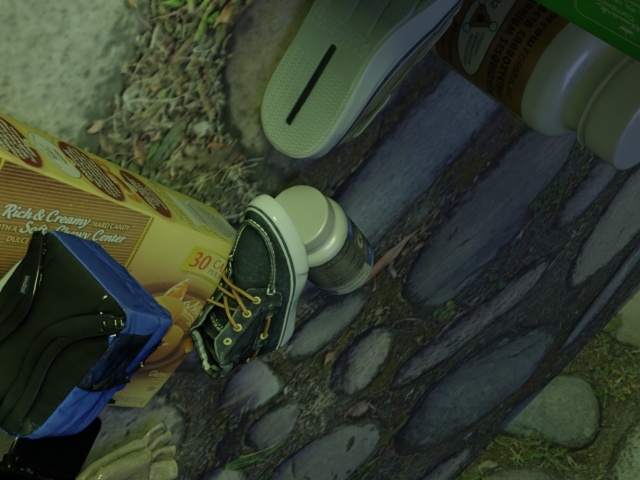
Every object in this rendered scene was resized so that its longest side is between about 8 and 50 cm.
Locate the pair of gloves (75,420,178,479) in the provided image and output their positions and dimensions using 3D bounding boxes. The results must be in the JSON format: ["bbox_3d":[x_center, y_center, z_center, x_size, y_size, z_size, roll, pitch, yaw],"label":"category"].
[{"bbox_3d":[-0.254,0.322,1.017,0.204,0.042,0.240,-27,145,-24],"label":"pair of gloves"}]

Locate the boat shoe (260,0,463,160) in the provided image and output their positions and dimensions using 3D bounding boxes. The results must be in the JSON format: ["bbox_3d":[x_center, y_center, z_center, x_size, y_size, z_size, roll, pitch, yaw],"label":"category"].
[{"bbox_3d":[0.055,-0.195,0.712,0.302,0.109,0.094,-50,167,28],"label":"boat shoe"}]

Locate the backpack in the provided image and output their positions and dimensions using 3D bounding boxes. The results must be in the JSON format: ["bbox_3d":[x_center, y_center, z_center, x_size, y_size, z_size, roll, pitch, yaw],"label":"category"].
[{"bbox_3d":[-0.164,0.072,0.572,0.120,0.098,0.101,-51,154,5],"label":"backpack"}]

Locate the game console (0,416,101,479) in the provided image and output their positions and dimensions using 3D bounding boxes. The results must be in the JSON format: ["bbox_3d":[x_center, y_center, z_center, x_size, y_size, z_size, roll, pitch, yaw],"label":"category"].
[{"bbox_3d":[-0.290,0.209,0.858,0.107,0.071,0.122,-16,151,9],"label":"game console"}]

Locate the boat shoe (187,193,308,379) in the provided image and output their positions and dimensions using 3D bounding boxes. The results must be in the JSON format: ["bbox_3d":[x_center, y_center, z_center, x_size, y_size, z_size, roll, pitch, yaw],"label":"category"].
[{"bbox_3d":[-0.062,0.047,0.710,0.083,0.065,0.183,-33,148,-29],"label":"boat shoe"}]

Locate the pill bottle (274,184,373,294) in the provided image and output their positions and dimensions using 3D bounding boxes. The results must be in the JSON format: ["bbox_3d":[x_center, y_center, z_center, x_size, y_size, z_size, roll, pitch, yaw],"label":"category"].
[{"bbox_3d":[0.000,0.000,0.890,0.078,0.078,0.137,-45,151,-1],"label":"pill bottle"}]

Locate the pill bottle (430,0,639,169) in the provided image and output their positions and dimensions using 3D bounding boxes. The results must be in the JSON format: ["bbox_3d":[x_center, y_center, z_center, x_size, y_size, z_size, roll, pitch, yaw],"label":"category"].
[{"bbox_3d":[0.214,-0.170,0.790,0.131,0.229,0.131,-31,148,-23],"label":"pill bottle"}]

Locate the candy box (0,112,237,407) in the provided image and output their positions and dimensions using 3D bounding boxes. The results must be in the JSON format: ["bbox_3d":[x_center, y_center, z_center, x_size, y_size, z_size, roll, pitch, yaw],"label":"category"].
[{"bbox_3d":[-0.200,0.028,0.662,0.183,0.087,0.316,-51,150,7],"label":"candy box"}]

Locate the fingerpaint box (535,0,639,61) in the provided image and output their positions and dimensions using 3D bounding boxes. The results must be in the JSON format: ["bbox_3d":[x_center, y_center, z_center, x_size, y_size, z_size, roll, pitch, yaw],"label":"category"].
[{"bbox_3d":[0.207,-0.280,0.384,0.371,0.445,0.163,-51,157,-1],"label":"fingerpaint box"}]
